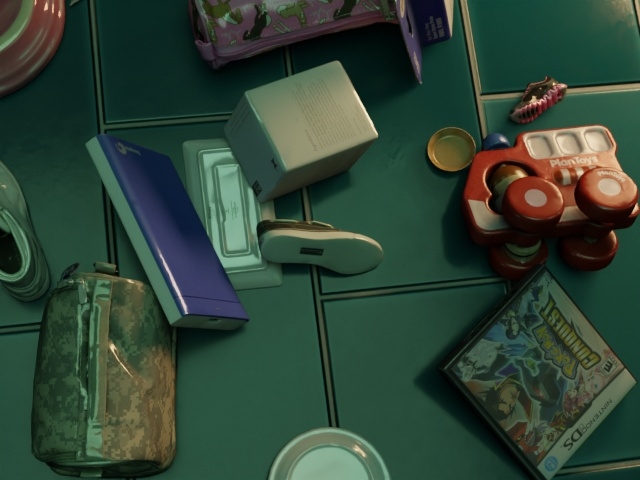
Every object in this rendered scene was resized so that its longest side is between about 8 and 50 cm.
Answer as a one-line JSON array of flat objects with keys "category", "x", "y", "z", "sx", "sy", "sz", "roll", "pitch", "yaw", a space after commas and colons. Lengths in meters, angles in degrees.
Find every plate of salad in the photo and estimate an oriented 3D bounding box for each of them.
[{"category": "plate of salad", "x": 0.015, "y": 0.399, "z": 1.698, "sx": 0.200, "sy": 0.048, "sz": 0.199, "roll": 1, "pitch": 67, "yaw": -2}]

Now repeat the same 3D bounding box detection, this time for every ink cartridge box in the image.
[{"category": "ink cartridge box", "x": 0.181, "y": -0.475, "z": 1.786, "sx": 0.072, "sy": 0.324, "sz": 0.330, "roll": -1, "pitch": 76, "yaw": 12}]

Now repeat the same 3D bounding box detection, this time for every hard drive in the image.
[{"category": "hard drive", "x": -0.237, "y": -0.009, "z": 1.669, "sx": 0.040, "sy": 0.210, "sz": 0.318, "roll": -33, "pitch": 73, "yaw": 16}]

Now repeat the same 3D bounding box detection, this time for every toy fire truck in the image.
[{"category": "toy fire truck", "x": 0.383, "y": -0.086, "z": 1.816, "sx": 0.302, "sy": 0.169, "sz": 0.253, "roll": -7, "pitch": 52, "yaw": -7}]

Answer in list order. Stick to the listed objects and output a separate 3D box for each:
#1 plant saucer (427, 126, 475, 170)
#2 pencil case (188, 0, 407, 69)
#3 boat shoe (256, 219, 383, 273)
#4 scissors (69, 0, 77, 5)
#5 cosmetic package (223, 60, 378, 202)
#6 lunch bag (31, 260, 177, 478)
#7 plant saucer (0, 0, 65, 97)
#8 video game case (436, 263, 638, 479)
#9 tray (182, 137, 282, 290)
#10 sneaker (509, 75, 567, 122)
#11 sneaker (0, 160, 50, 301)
[{"category": "plant saucer", "x": 0.230, "y": -0.158, "z": 1.867, "sx": 0.083, "sy": 0.015, "sz": 0.083, "roll": -2, "pitch": 72, "yaw": 6}, {"category": "pencil case", "x": -0.041, "y": -0.412, "z": 1.833, "sx": 0.386, "sy": 0.167, "sz": 0.160, "roll": -15, "pitch": 109, "yaw": -10}, {"category": "boat shoe", "x": 0.000, "y": 0.000, "z": 1.775, "sx": 0.219, "sy": 0.077, "sz": 0.070, "roll": 9, "pitch": 36, "yaw": -21}, {"category": "scissors", "x": -0.324, "y": -0.510, "z": 1.891, "sx": 0.109, "sy": 0.021, "sz": 0.297, "roll": 31, "pitch": 74, "yaw": 0}, {"category": "cosmetic package", "x": -0.035, "y": -0.178, "z": 1.762, "sx": 0.184, "sy": 0.151, "sz": 0.151, "roll": -22, "pitch": 80, "yaw": -25}, {"category": "lunch bag", "x": -0.322, "y": 0.203, "z": 1.598, "sx": 0.213, "sy": 0.256, "sz": 0.305, "roll": 2, "pitch": 76, "yaw": -6}, {"category": "plant saucer", "x": -0.605, "y": -0.400, "z": 1.801, "sx": 0.332, "sy": 0.084, "sz": 0.332, "roll": 2, "pitch": 76, "yaw": -6}, {"category": "video game case", "x": 0.360, "y": 0.221, "z": 1.744, "sx": 0.248, "sy": 0.035, "sz": 0.275, "roll": -44, "pitch": 104, "yaw": -14}, {"category": "tray", "x": -0.149, "y": -0.050, "z": 1.796, "sx": 0.145, "sy": 0.030, "sz": 0.270, "roll": -6, "pitch": 77, "yaw": -7}, {"category": "sneaker", "x": 0.381, "y": -0.255, "z": 1.906, "sx": 0.119, "sy": 0.047, "sz": 0.057, "roll": -31, "pitch": 60, "yaw": -13}, {"category": "sneaker", "x": -0.522, "y": -0.051, "z": 1.683, "sx": 0.108, "sy": 0.169, "sz": 0.292, "roll": -30, "pitch": 80, "yaw": -11}]
